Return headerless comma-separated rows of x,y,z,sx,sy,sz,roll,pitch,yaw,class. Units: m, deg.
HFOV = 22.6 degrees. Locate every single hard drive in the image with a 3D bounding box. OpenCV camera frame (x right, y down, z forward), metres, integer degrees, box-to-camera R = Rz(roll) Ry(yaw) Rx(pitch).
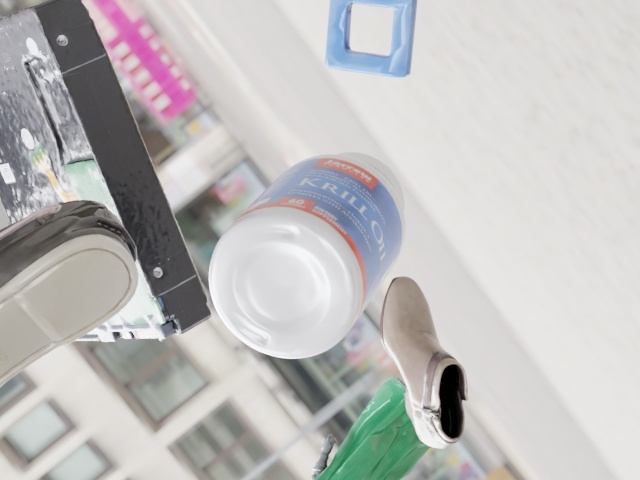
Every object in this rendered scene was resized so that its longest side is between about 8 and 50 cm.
-0.246,-0.063,1.585,0.237,0.064,0.339,-6,108,55,hard drive

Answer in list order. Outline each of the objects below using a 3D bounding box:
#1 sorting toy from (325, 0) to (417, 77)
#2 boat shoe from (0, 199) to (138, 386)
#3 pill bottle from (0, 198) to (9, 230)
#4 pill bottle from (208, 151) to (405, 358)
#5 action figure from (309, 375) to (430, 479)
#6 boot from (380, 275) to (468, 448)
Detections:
0.041,-0.280,1.070,0.196,0.347,0.047,25,-159,16,sorting toy
-0.300,0.076,1.304,0.112,0.335,0.095,61,-179,-34,boat shoe
-0.472,-0.036,1.752,0.136,0.246,0.136,-6,-90,-77,pill bottle
0.000,0.000,1.308,0.124,0.124,0.221,52,-156,-7,pill bottle
0.039,0.266,1.850,0.137,0.232,0.063,42,-179,-34,action figure
0.076,0.085,1.111,0.087,0.042,0.118,-177,77,-75,boot
